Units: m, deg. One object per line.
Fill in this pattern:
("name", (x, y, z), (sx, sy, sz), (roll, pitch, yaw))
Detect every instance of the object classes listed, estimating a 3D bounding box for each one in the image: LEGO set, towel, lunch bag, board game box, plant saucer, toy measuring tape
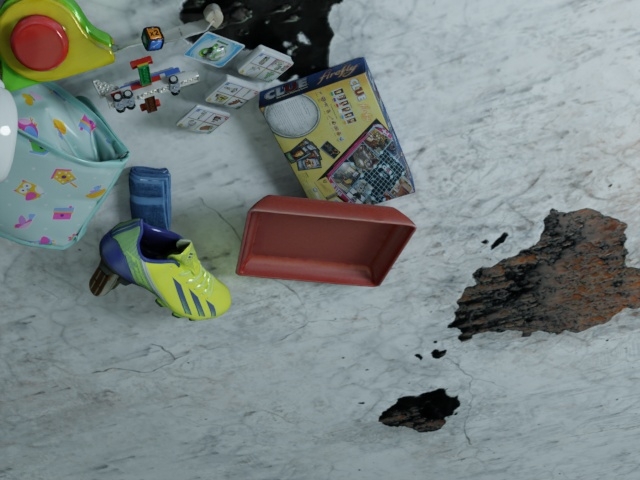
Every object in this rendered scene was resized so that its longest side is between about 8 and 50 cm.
("LEGO set", (-0.177, -0.227, 1.106), (0.182, 0.060, 0.244), (-35, 160, 28))
("towel", (-0.272, -0.066, 1.320), (0.067, 0.029, 0.120), (4, 135, -6))
("lunch bag", (-0.425, -0.115, 1.174), (0.262, 0.160, 0.223), (29, 126, -21))
("board game box", (0.030, -0.146, 1.248), (0.165, 0.042, 0.243), (-16, 134, 13))
("plant saucer", (0.000, 0.000, 1.342), (0.258, 0.048, 0.259), (5, 154, -8))
("toy measuring tape", (-0.296, -0.284, 1.055), (0.329, 0.121, 0.121), (-18, 134, -4))

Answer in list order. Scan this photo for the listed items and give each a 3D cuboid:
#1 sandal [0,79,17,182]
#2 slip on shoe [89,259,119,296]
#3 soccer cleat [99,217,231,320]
("sandal", (-0.496, -0.186, 0.981), (0.102, 0.416, 0.170), (-2, 110, -50))
("slip on shoe", (-0.351, 0.045, 1.420), (0.041, 0.051, 0.135), (-12, 144, -54))
("soccer cleat", (-0.235, 0.052, 1.373), (0.121, 0.094, 0.289), (-32, 138, 22))
